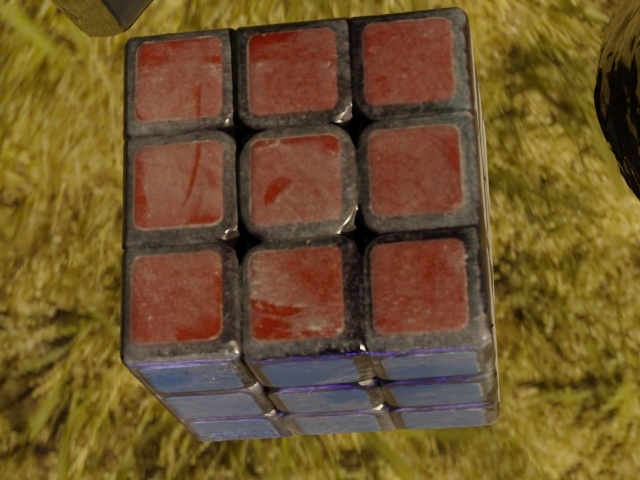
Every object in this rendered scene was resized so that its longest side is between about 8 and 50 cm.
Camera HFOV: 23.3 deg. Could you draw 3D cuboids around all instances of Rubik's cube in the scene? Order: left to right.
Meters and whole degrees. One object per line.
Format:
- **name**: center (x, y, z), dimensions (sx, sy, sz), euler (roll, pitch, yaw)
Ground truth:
- **Rubik's cube**: center (0.000, 0.000, 1.376), dimensions (0.305, 0.301, 0.303), euler (-2, 71, 7)

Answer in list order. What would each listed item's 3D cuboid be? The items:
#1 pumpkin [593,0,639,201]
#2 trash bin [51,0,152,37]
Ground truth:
- **pumpkin**: center (0.276, -0.098, 0.780), dimensions (0.242, 0.232, 0.325), euler (34, 71, 8)
- **trash bin**: center (-0.043, -0.192, 0.409), dimensions (0.165, 0.115, 0.225), euler (42, 84, -14)
